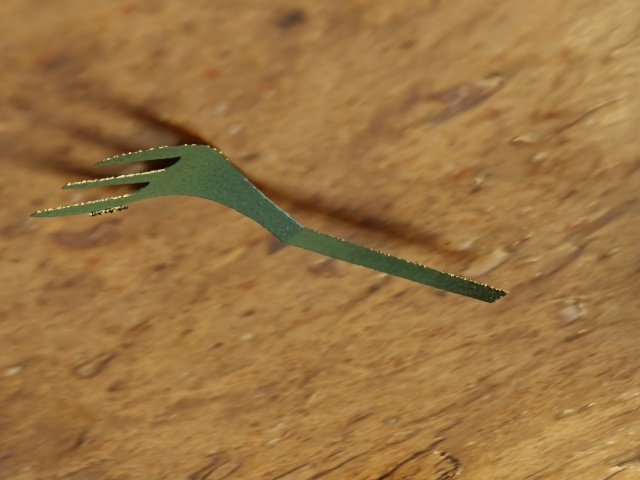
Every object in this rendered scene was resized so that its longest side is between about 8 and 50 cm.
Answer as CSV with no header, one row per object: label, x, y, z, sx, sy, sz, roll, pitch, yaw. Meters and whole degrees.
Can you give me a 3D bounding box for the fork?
fork,-0.001,-0.002,0.403,0.039,0.021,0.235,-30,153,30
